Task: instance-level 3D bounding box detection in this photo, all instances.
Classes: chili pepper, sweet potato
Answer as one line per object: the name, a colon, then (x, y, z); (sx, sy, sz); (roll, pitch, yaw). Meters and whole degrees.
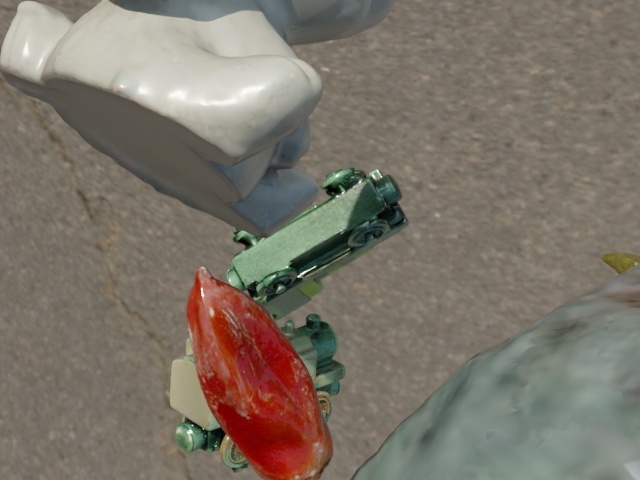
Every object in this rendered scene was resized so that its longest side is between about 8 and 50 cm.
chili pepper: (-0.032, 0.091, 0.671); (0.059, 0.050, 0.191); (-35, 120, -18)
sweet potato: (0.437, 0.045, 1.549); (0.038, 0.153, 0.041); (-41, 131, -38)

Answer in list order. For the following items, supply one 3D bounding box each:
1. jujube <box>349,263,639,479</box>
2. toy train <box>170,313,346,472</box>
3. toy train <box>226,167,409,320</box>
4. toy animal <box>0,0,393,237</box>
jujube: (0.142, 0.127, 0.435); (0.308, 0.215, 0.246); (-12, 151, -50)
toy train: (-0.054, 0.136, 1.122); (0.194, 0.080, 0.125); (-16, 121, -43)
toy train: (0.000, 0.001, 1.233); (0.200, 0.132, 0.083); (-27, 70, 9)
toy animal: (-0.048, -0.166, 0.709); (0.206, 0.272, 0.265); (24, 80, 8)
